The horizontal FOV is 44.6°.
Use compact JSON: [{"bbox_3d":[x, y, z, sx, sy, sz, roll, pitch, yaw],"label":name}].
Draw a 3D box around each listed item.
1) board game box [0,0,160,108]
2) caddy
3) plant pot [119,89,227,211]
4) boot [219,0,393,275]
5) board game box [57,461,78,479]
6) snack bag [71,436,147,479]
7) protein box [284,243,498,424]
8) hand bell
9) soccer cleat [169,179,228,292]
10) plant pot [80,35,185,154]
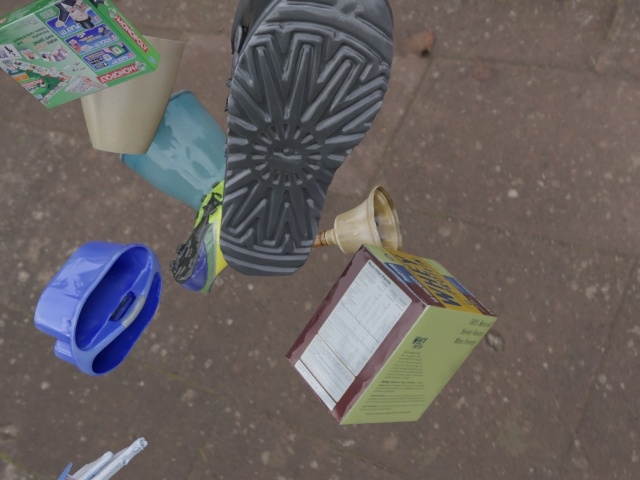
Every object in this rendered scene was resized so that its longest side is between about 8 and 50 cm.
[{"bbox_3d":[-0.510,-0.384,1.563,0.317,0.213,0.046,-11,53,29],"label":"board game box"},{"bbox_3d":[-0.507,0.155,1.856,0.179,0.241,0.341,11,50,23],"label":"caddy"},{"bbox_3d":[-0.355,-0.223,2.122,0.255,0.271,0.271,44,82,1],"label":"plant pot"},{"bbox_3d":[-0.034,-0.231,0.956,0.146,0.367,0.445,16,38,-12],"label":"boot"},{"bbox_3d":[-0.426,0.430,1.217,0.169,0.033,0.133,-55,10,-3],"label":"board game box"},{"bbox_3d":[-0.536,0.538,1.600,0.323,0.037,0.342,-39,2,-40],"label":"snack bag"},{"bbox_3d":[0.100,0.134,1.087,0.136,0.199,0.201,46,109,35],"label":"protein box"},{"bbox_3d":[0.000,0.000,1.284,0.242,0.126,0.126,-14,54,22],"label":"hand bell"},{"bbox_3d":[-0.218,-0.019,1.698,0.093,0.121,0.289,23,81,47],"label":"soccer cleat"},{"bbox_3d":[-0.466,-0.350,1.854,0.256,0.256,0.274,16,104,32],"label":"plant pot"}]
